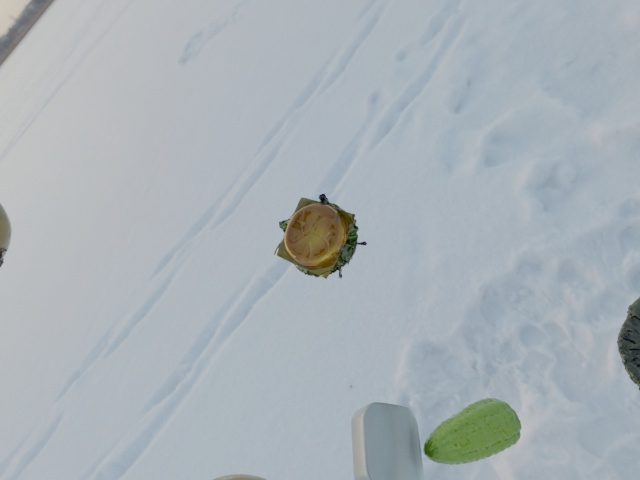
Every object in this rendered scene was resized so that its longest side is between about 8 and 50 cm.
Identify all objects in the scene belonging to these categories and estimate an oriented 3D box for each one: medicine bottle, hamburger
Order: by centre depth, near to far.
[{"bbox_3d":[0.115,0.375,0.773,0.069,0.119,0.183,-48,33,43],"label":"medicine bottle"},{"bbox_3d":[-0.002,-0.004,0.950,0.190,0.093,0.164,36,91,28],"label":"hamburger"}]

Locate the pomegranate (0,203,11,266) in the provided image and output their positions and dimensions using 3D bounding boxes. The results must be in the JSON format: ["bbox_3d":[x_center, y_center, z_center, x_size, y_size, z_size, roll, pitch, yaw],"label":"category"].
[{"bbox_3d":[-0.587,-0.016,0.715,0.191,0.191,0.191,-26,44,28],"label":"pomegranate"}]

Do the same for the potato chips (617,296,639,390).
[{"bbox_3d":[0.478,0.130,0.532,0.220,0.029,0.202,-26,53,5],"label":"potato chips"}]

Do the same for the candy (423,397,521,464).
[{"bbox_3d":[0.270,0.353,0.832,0.097,0.210,0.096,14,106,57],"label":"candy"}]

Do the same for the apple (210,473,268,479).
[{"bbox_3d":[-0.104,0.389,0.573,0.155,0.182,0.182,-13,46,4],"label":"apple"}]
